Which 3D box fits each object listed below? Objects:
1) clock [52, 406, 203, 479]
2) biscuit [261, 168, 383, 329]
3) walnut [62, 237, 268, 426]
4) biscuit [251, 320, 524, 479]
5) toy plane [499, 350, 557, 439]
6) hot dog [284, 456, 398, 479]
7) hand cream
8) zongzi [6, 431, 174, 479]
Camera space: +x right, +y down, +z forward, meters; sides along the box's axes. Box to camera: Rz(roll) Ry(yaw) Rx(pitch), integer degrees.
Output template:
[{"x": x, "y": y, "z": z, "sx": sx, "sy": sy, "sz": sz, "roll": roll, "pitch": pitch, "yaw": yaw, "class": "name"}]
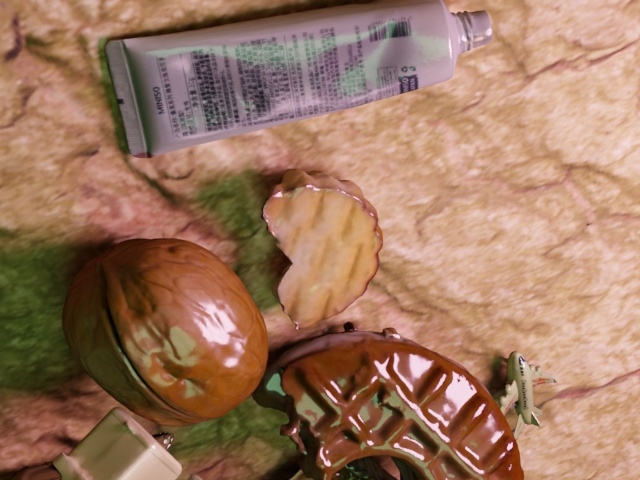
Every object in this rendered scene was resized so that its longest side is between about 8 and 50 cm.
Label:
[{"x": -0.184, "y": 0.328, "z": 1.466, "sx": 0.276, "sy": 0.120, "sz": 0.379, "roll": -47, "pitch": 149, "yaw": -6, "class": "clock"}, {"x": 0.000, "y": 0.000, "z": 1.422, "sx": 0.118, "sy": 0.061, "sz": 0.183, "roll": -17, "pitch": 130, "yaw": -11, "class": "biscuit"}, {"x": -0.140, "y": 0.083, "z": 1.364, "sx": 0.167, "sy": 0.167, "sz": 0.207, "roll": -38, "pitch": 127, "yaw": 8, "class": "walnut"}, {"x": 0.077, "y": 0.261, "z": 1.536, "sx": 0.268, "sy": 0.115, "sz": 0.366, "roll": -10, "pitch": 104, "yaw": -15, "class": "biscuit"}, {"x": 0.221, "y": 0.166, "z": 1.630, "sx": 0.102, "sy": 0.040, "sz": 0.111, "roll": -38, "pitch": 124, "yaw": -32, "class": "toy plane"}, {"x": -0.027, "y": 0.337, "z": 1.638, "sx": 0.270, "sy": 0.082, "sz": 0.162, "roll": -39, "pitch": 127, "yaw": 10, "class": "hot dog"}, {"x": -0.014, "y": -0.157, "z": 1.312, "sx": 0.341, "sy": 0.078, "sz": 0.124, "roll": -11, "pitch": 128, "yaw": -4, "class": "hand cream"}, {"x": -0.227, "y": 0.281, "z": 1.530, "sx": 0.176, "sy": 0.078, "sz": 0.160, "roll": -19, "pitch": 135, "yaw": -18, "class": "zongzi"}]
